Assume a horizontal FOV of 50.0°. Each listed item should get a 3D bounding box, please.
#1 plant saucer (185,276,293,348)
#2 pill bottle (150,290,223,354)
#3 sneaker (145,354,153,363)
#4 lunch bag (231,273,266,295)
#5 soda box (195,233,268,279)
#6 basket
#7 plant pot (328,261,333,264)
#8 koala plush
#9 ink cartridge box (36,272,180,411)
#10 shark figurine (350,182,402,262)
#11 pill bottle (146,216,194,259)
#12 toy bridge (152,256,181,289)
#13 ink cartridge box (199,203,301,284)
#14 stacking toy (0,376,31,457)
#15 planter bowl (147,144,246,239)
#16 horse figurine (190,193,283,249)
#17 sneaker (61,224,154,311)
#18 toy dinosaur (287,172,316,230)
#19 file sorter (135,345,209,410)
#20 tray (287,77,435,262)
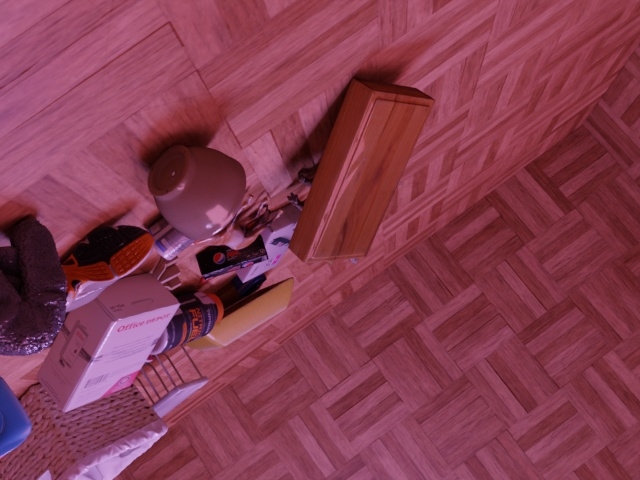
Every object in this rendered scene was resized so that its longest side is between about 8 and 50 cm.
[{"bbox_3d":[-0.251,0.242,2.110,0.333,0.081,0.333,-30,-179,-26],"label":"plant saucer"},{"bbox_3d":[-0.365,0.205,1.804,0.130,0.130,0.246,-45,165,30],"label":"pill bottle"},{"bbox_3d":[-0.544,0.335,1.934,0.075,0.063,0.170,-41,161,15],"label":"sneaker"},{"bbox_3d":[-0.207,0.120,2.043,0.098,0.065,0.067,-42,165,22],"label":"lunch bag"},{"bbox_3d":[-0.216,0.041,1.693,0.169,0.060,0.053,-18,164,-5],"label":"soda box"},{"bbox_3d":[-0.666,0.538,1.868,0.328,0.266,0.331,-43,164,24],"label":"basket"},{"bbox_3d":[0.000,0.000,2.074,0.095,0.134,0.134,-61,166,-3],"label":"plant pot"},{"bbox_3d":[-0.514,0.109,1.055,0.221,0.203,0.196,-32,171,34],"label":"koala plush"},{"bbox_3d":[-0.469,0.220,1.528,0.283,0.117,0.207,-56,159,23],"label":"ink cartridge box"},{"bbox_3d":[0.134,-0.078,2.131,0.116,0.166,0.278,18,100,-41],"label":"shark figurine"},{"bbox_3d":[-0.272,-0.030,1.370,0.137,0.078,0.078,-37,166,2],"label":"pill bottle"},{"bbox_3d":[-0.363,0.082,1.621,0.063,0.026,0.188,-29,164,-20],"label":"toy bridge"},{"bbox_3d":[-0.179,0.028,1.831,0.239,0.060,0.275,-28,164,-36],"label":"ink cartridge box"},{"bbox_3d":[-0.777,0.426,1.545,0.175,0.165,0.302,-32,180,-35],"label":"stacking toy"},{"bbox_3d":[-0.222,-0.096,1.167,0.162,0.162,0.109,-40,140,12],"label":"planter bowl"},{"bbox_3d":[-0.191,-0.034,1.585,0.174,0.066,0.263,-43,165,16],"label":"horse figurine"},{"bbox_3d":[-0.424,0.056,1.286,0.262,0.099,0.121,-29,174,1],"label":"sneaker"},{"bbox_3d":[0.043,-0.109,1.689,0.200,0.127,0.295,-9,137,-40],"label":"toy dinosaur"},{"bbox_3d":[-0.532,0.458,2.126,0.278,0.173,0.193,-39,167,12],"label":"file sorter"},{"bbox_3d":[0.089,-0.142,1.518,0.203,0.076,0.411,-4,126,-43],"label":"tray"}]
